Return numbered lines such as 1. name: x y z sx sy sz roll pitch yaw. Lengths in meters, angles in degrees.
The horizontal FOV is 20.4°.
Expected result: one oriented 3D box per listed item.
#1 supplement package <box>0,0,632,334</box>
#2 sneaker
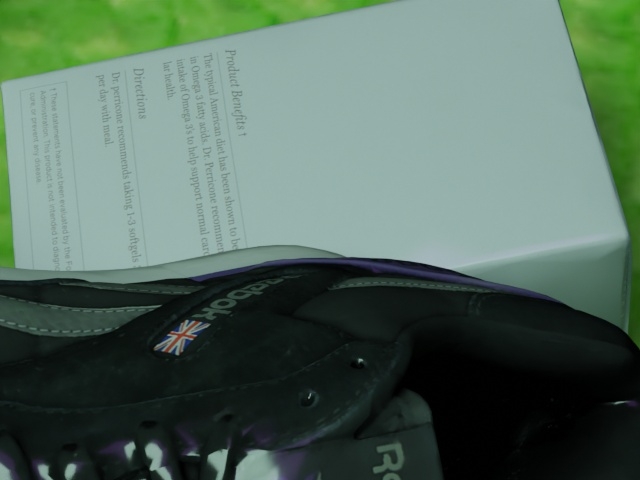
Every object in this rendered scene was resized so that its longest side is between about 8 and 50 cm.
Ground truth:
1. supplement package: 0.000 0.000 0.568 0.179 0.105 0.105 -11 57 1
2. sneaker: -0.042 0.048 0.365 0.283 0.107 0.124 -14 9 -42
